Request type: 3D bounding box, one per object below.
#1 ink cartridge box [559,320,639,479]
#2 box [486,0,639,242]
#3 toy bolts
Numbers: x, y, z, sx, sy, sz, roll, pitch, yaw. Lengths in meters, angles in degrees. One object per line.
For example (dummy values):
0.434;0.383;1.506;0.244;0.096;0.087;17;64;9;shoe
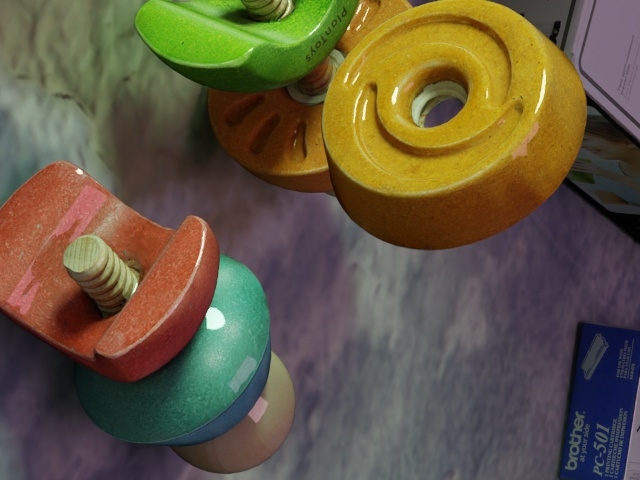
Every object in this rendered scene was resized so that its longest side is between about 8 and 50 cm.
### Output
0.224;0.109;1.232;0.207;0.046;0.097;13;86;-55;ink cartridge box
0.183;-0.115;1.107;0.290;0.087;0.169;31;70;-52;box
0.000;0.000;0.793;0.228;0.218;0.158;-52;143;-12;toy bolts
